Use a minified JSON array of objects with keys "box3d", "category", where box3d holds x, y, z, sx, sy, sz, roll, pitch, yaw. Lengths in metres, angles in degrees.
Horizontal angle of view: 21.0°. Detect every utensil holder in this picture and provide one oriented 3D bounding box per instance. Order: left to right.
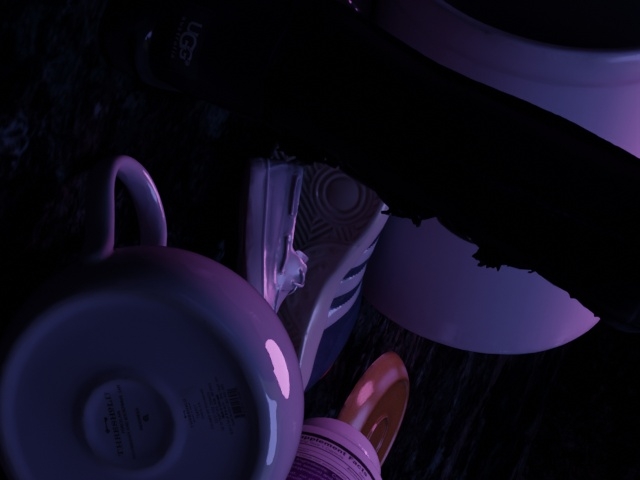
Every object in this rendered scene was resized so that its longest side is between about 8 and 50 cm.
[{"box3d":[0.194,-0.124,1.718,0.327,0.327,0.385,-46,154,-44],"category":"utensil holder"}]

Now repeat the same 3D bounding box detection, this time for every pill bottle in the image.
[{"box3d":[-0.036,0.312,1.806,0.323,0.181,0.182,-53,160,-64],"category":"pill bottle"}]

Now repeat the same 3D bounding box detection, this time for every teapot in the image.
[{"box3d":[-0.122,0.106,1.320,0.256,0.252,0.187,-59,178,18],"category":"teapot"}]

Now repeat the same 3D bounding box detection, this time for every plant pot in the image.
[{"box3d":[0.060,0.260,2.278,0.236,0.032,0.236,-52,157,-33],"category":"plant pot"}]

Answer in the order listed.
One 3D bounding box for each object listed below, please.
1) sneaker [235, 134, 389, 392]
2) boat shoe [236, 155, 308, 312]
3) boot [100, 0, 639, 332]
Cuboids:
[{"box3d":[0.000,0.000,1.670,0.350,0.131,0.148,-64,166,21],"category":"sneaker"},{"box3d":[-0.042,0.017,1.559,0.066,0.063,0.184,137,-46,-73],"category":"boat shoe"},{"box3d":[0.106,-0.093,1.320,0.367,0.445,0.146,-24,135,-63],"category":"boot"}]
